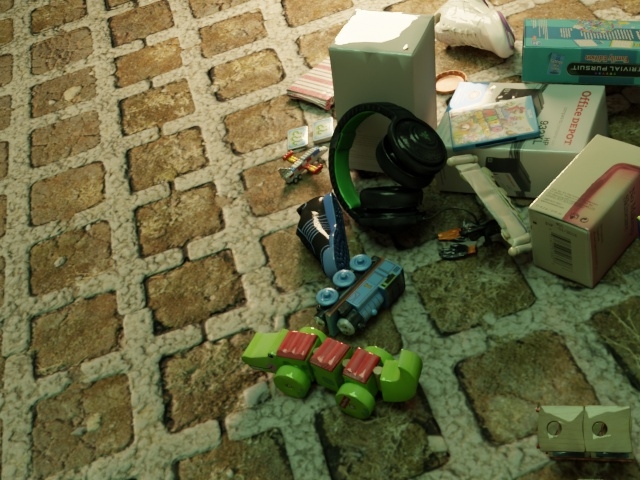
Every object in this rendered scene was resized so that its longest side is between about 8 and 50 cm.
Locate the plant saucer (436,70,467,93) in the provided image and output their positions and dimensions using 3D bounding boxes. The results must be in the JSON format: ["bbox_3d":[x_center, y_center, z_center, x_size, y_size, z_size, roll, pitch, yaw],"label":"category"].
[{"bbox_3d":[0.301,-0.368,2.241,0.083,0.013,0.083,-11,40,9],"label":"plant saucer"}]

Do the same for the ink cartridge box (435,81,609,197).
[{"bbox_3d":[0.403,-0.205,1.932,0.307,0.129,0.223,6,46,26],"label":"ink cartridge box"}]

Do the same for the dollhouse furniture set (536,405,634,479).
[{"bbox_3d":[0.382,0.336,1.375,0.129,0.129,0.183,-3,73,19],"label":"dollhouse furniture set"}]

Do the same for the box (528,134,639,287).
[{"bbox_3d":[0.492,-0.054,1.719,0.127,0.148,0.232,25,57,38],"label":"box"}]

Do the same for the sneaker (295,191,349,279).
[{"bbox_3d":[0.000,0.000,1.903,0.090,0.081,0.232,-21,38,15],"label":"sneaker"}]

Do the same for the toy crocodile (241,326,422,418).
[{"bbox_3d":[0.015,0.210,1.635,0.341,0.105,0.115,12,49,31],"label":"toy crocodile"}]

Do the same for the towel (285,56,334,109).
[{"bbox_3d":[0.027,-0.395,2.365,0.144,0.029,0.197,24,53,38],"label":"towel"}]

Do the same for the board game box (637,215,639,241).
[{"bbox_3d":[0.704,0.040,1.517,0.233,0.078,0.347,-31,51,1],"label":"board game box"}]

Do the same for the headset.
[{"bbox_3d":[0.178,-0.115,1.864,0.185,0.243,0.394,-8,37,-40],"label":"headset"}]

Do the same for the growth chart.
[{"bbox_3d":[0.321,-0.070,1.767,0.021,0.172,0.237,-41,69,25],"label":"growth chart"}]

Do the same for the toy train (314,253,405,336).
[{"bbox_3d":[0.071,0.101,1.759,0.105,0.080,0.184,27,57,33],"label":"toy train"}]

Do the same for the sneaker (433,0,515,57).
[{"bbox_3d":[0.367,-0.499,2.311,0.152,0.114,0.305,-33,36,5],"label":"sneaker"}]

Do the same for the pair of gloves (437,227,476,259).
[{"bbox_3d":[0.262,0.005,1.842,0.074,0.010,0.083,-11,40,13],"label":"pair of gloves"}]

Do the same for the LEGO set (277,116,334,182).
[{"bbox_3d":[0.002,-0.210,2.146,0.182,0.060,0.244,-13,41,12],"label":"LEGO set"}]

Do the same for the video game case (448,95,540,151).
[{"bbox_3d":[0.336,-0.228,1.872,0.166,0.015,0.119,-10,42,11],"label":"video game case"}]

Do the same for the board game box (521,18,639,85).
[{"bbox_3d":[0.597,-0.399,2.024,0.336,0.079,0.254,4,27,11],"label":"board game box"}]

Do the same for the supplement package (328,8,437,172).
[{"bbox_3d":[0.138,-0.307,1.998,0.178,0.293,0.175,10,43,19],"label":"supplement package"}]
